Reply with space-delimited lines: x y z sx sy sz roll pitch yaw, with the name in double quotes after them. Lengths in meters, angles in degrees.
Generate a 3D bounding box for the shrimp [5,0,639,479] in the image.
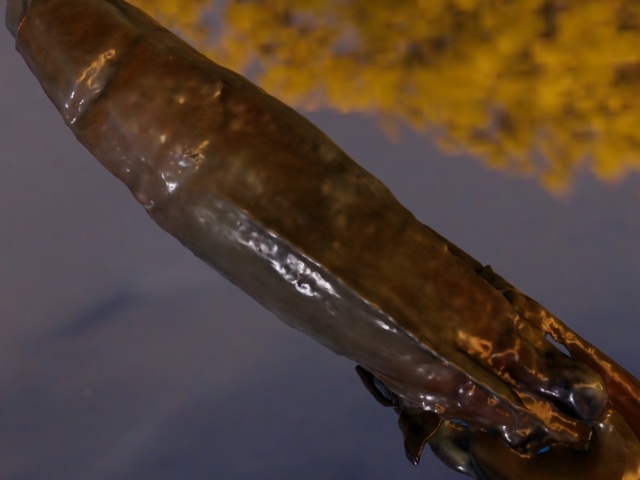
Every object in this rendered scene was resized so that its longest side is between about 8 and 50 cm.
0.000 0.000 1.067 0.446 0.110 0.221 41 -175 10 "shrimp"
